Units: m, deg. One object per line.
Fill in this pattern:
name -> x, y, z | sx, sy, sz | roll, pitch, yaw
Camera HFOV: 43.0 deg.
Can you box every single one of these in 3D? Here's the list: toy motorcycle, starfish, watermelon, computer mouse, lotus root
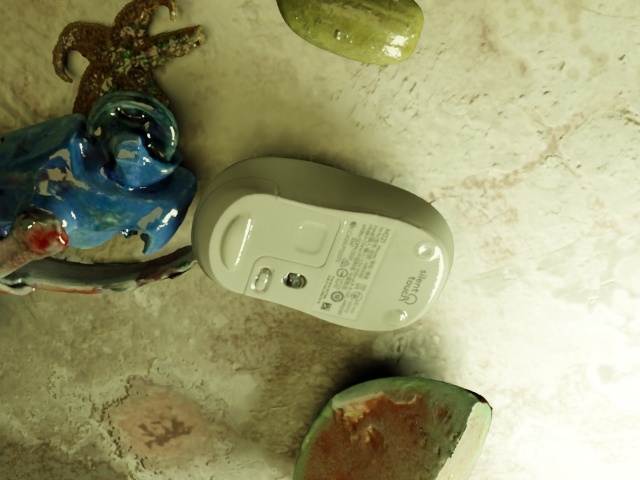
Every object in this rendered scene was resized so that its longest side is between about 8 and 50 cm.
toy motorcycle -> -0.274, -0.050, 0.948 | 0.319, 0.241, 0.182 | -14, 67, 17
starfish -> -0.227, -0.204, 0.938 | 0.210, 0.053, 0.150 | -43, 87, 22
watermelon -> 0.100, 0.276, 0.990 | 0.224, 0.180, 0.305 | 20, 109, -16
computer mouse -> 0.000, 0.000, 0.939 | 0.297, 0.121, 0.184 | 10, 118, -11
lotus root -> 0.020, -0.246, 0.869 | 0.183, 0.077, 0.090 | 22, 110, -3
